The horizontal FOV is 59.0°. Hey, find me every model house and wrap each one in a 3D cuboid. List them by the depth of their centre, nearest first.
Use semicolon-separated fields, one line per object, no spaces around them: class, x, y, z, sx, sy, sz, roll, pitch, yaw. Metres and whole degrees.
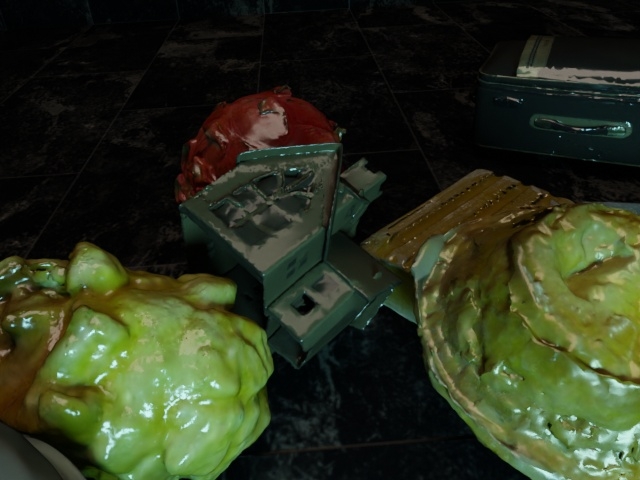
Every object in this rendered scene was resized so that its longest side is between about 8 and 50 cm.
model house;0.000;0.000;0.650;0.204;0.211;0.243;40;61;20

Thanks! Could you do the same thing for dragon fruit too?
dragon fruit;-0.085;-0.099;0.821;0.241;0.241;0.252;15;21;26

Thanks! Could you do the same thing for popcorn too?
popcorn;-0.188;0.117;0.516;0.286;0.215;0.252;-1;-11;11

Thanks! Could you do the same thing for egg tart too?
egg tart;0.255;0.075;0.536;0.341;0.129;0.341;1;56;-2

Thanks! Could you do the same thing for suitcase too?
suitcase;0.496;-0.262;1.043;0.433;0.194;0.283;10;36;22

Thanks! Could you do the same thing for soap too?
soap;0.201;0.007;0.752;0.274;0.089;0.173;-30;43;-33

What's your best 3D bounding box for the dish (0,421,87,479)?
dish;-0.216;0.212;0.347;0.303;0.303;0.120;14;15;24

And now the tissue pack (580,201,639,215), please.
tissue pack;0.470;0.026;0.707;0.257;0.081;0.185;4;35;11
